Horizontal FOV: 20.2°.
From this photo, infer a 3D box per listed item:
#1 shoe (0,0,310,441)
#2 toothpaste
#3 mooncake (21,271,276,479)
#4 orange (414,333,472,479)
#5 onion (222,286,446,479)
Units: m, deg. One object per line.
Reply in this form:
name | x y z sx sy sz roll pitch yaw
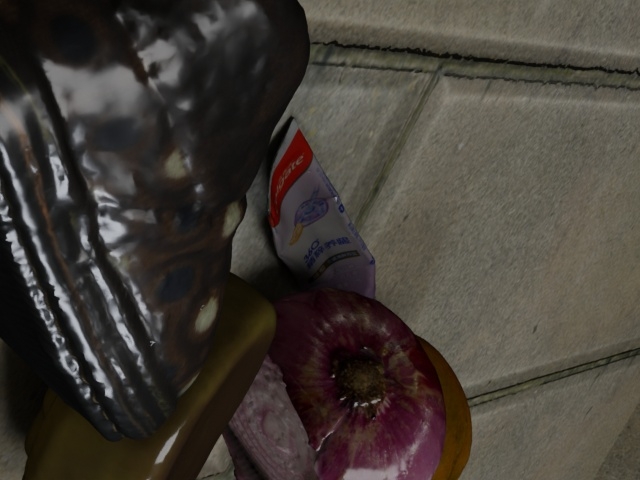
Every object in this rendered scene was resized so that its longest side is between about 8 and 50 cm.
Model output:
shoe | -0.115 -0.056 1.067 0.237 0.171 0.384 -41 146 -20
toothpaste | 0.000 0.000 1.522 0.075 0.048 0.301 -47 153 -9
mooncake | -0.133 0.123 1.304 0.235 0.117 0.235 -56 171 -13
orange | 0.047 0.196 1.709 0.240 0.171 0.240 -41 152 -28
onion | 0.016 0.139 1.515 0.200 0.207 0.200 -23 139 -22
